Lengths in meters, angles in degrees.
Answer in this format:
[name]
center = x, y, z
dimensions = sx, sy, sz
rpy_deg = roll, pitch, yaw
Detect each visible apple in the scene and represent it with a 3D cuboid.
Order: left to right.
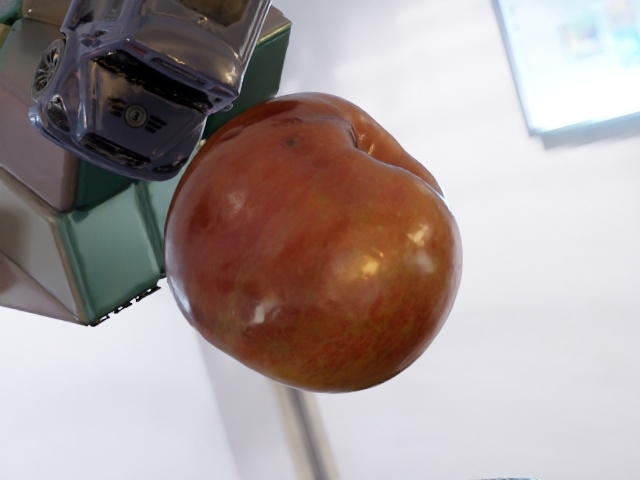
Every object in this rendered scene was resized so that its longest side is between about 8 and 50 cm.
[apple]
center = 0.000, 0.000, 1.166
dimensions = 0.164, 0.209, 0.209
rpy_deg = -58, 175, 15

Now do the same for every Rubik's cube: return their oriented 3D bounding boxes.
[Rubik's cube]
center = -0.233, -0.110, 1.634
dimensions = 0.368, 0.358, 0.387
rpy_deg = 37, -133, 24

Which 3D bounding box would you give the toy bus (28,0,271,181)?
[toy bus]
center = -0.096, -0.190, 1.297
dimensions = 0.125, 0.292, 0.133
rpy_deg = 24, 171, -27

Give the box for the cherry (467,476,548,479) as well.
[cherry]
center = 0.191, 0.368, 1.893
dimensions = 0.307, 0.261, 0.221
rpy_deg = -43, 175, -38
